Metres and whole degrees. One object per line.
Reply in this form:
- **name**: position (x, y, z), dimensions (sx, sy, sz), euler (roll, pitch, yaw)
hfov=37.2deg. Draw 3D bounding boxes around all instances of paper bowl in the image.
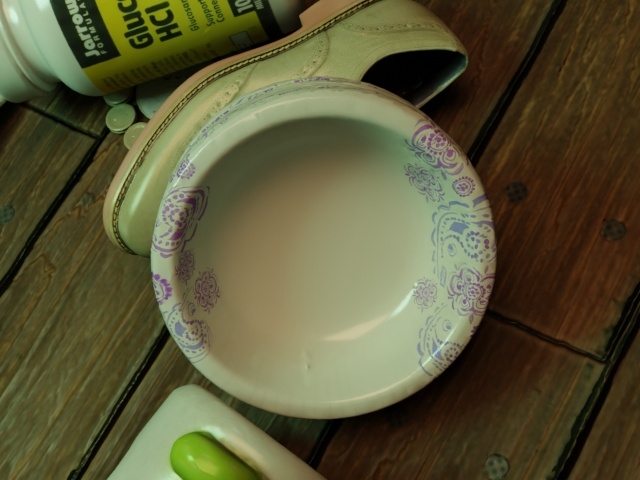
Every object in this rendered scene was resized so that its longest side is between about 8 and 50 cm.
- **paper bowl**: position (0.000, 0.000, 0.831), dimensions (0.284, 0.284, 0.148), euler (-23, 19, 2)

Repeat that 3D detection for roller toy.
- **roller toy**: position (-0.077, 0.226, 0.767), dimensions (0.146, 0.209, 0.191), euler (-53, 27, -13)

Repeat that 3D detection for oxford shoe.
- **oxford shoe**: position (-0.034, -0.108, 0.924), dimensions (0.397, 0.140, 0.146), euler (-41, 50, -6)

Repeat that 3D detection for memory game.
- **memory game**: position (-0.159, -0.173, 1.072), dimensions (0.186, 0.012, 0.186), euler (-5, 64, 11)

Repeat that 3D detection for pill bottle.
- **pill bottle**: position (-0.197, -0.265, 1.011), dimensions (0.334, 0.188, 0.188), euler (-18, 63, 6)

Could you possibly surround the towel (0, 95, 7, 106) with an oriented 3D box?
- **towel**: position (-0.494, -0.180, 1.042), dimensions (0.248, 0.038, 0.325), euler (38, 59, -10)
